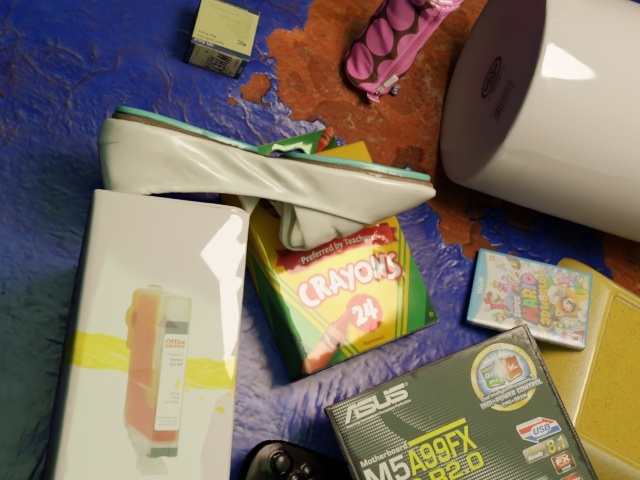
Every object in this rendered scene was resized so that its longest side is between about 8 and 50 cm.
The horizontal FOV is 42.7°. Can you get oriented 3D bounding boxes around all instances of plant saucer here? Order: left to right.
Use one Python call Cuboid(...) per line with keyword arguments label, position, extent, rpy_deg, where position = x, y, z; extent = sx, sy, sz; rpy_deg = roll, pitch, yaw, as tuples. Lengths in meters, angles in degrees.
Cuboid(label="plant saucer", position=(0.462, 0.225, 1.183), extent=(0.333, 0.081, 0.332), rpy_deg=(29, 65, -10))

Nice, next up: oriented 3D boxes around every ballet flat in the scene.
Cuboid(label="ballet flat", position=(-0.066, -0.055, 0.973), extent=(0.400, 0.139, 0.139), rpy_deg=(11, 70, -11))

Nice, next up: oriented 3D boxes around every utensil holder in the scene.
Cuboid(label="utensil holder", position=(0.406, -0.175, 1.159), extent=(0.386, 0.327, 0.327), rpy_deg=(15, 69, -12))

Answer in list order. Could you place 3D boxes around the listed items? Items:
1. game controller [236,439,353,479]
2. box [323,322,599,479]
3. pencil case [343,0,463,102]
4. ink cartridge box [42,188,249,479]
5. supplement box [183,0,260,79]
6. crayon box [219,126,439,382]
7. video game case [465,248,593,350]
Cuboid(label="game controller", position=(-0.051, 0.399, 0.943), extent=(0.166, 0.067, 0.319), rpy_deg=(22, 68, -13))
Cuboid(label="box", position=(0.168, 0.251, 0.989), extent=(0.270, 0.060, 0.216), rpy_deg=(-21, 81, -7))
Cuboid(label="pencil case", position=(0.116, -0.292, 1.146), extent=(0.095, 0.209, 0.098), rpy_deg=(15, 53, -19))
Cuboid(label="ink cartridge box", position=(-0.192, 0.176, 0.845), extent=(0.160, 0.279, 0.384), rpy_deg=(10, 70, -17))
Cuboid(label="supplement box", position=(-0.137, -0.282, 1.132), extent=(0.083, 0.056, 0.083), rpy_deg=(15, 68, -16))
Cuboid(label="crayon box", position=(0.000, 0.000, 1.081), extent=(0.202, 0.081, 0.318), rpy_deg=(-19, 80, -24))
Cuboid(label="video game case", position=(0.298, 0.082, 1.165), extent=(0.166, 0.015, 0.119), rpy_deg=(13, 62, 6))
